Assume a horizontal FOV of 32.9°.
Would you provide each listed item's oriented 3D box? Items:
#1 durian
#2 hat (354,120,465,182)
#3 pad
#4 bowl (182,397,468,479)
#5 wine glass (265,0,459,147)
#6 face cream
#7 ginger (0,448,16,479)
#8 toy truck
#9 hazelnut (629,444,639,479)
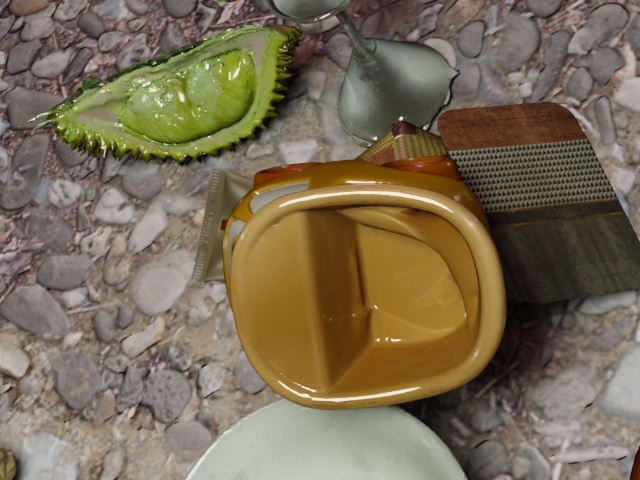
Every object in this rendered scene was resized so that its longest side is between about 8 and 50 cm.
[{"bbox_3d":[-0.172,-0.195,1.325,0.352,0.169,0.158,-15,59,20],"label":"durian"},{"bbox_3d":[0.092,-0.088,1.143,0.193,0.082,0.193,-7,29,4],"label":"hat"},{"bbox_3d":[0.304,-0.070,1.104,0.323,0.055,0.250,-17,57,-2],"label":"pad"},{"bbox_3d":[0.014,0.306,0.983,0.313,0.146,0.313,-11,59,19],"label":"bowl"},{"bbox_3d":[0.042,-0.223,1.200,0.156,0.232,0.156,-12,59,21],"label":"wine glass"},{"bbox_3d":[0.000,0.000,1.200,0.341,0.084,0.137,8,86,34],"label":"face cream"},{"bbox_3d":[-0.432,0.337,1.208,0.109,0.116,0.263,-19,51,66],"label":"ginger"},{"bbox_3d":[0.036,0.031,0.992,0.288,0.211,0.204,-4,101,18],"label":"toy truck"},{"bbox_3d":[0.344,0.193,0.850,0.208,0.208,0.208,-11,60,20],"label":"hazelnut"}]
